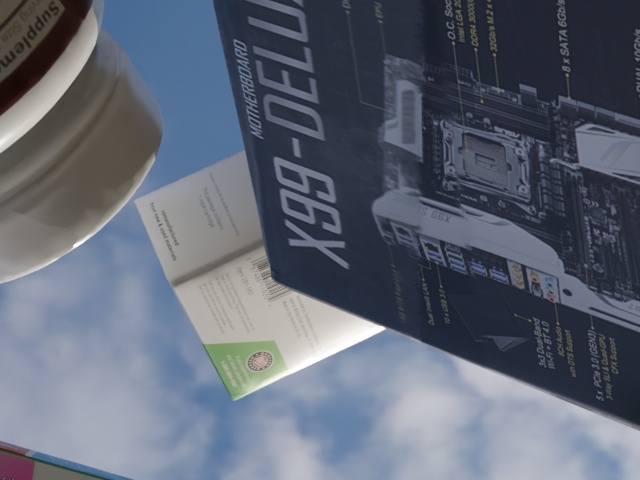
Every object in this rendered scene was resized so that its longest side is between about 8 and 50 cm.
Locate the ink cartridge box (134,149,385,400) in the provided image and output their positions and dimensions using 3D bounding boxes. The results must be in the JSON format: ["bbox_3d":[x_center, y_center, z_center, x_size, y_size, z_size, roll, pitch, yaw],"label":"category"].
[{"bbox_3d":[0.000,0.000,1.279,0.219,0.092,0.160,-25,-39,-3],"label":"ink cartridge box"}]

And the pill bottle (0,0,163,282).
[{"bbox_3d":[-0.271,-0.169,1.069,0.224,0.224,0.392,-55,-49,-27],"label":"pill bottle"}]

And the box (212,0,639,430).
[{"bbox_3d":[0.076,-0.093,0.323,0.076,0.242,0.307,-39,-47,-34],"label":"box"}]

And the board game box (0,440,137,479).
[{"bbox_3d":[-0.259,0.341,1.507,0.242,0.064,0.316,19,-96,-17],"label":"board game box"}]
